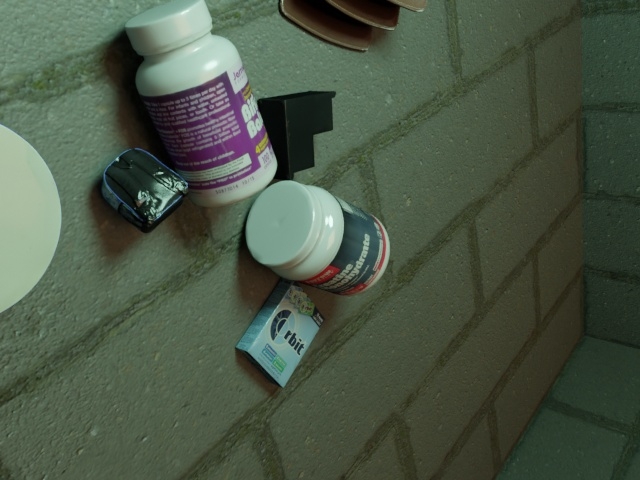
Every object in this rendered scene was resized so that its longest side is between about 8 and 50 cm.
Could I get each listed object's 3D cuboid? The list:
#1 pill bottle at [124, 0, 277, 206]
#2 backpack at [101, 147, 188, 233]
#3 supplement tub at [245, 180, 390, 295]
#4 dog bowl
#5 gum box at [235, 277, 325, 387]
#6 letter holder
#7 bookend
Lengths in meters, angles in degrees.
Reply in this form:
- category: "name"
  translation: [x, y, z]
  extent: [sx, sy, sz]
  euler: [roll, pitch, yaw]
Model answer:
- category: "pill bottle"
  translation: [-0.190, -0.219, 0.984]
  extent: [0.169, 0.169, 0.302]
  euler: [-45, 131, -34]
- category: "backpack"
  translation: [-0.282, -0.077, 0.966]
  extent: [0.114, 0.084, 0.105]
  euler: [42, 57, -2]
- category: "supplement tub"
  translation: [0.000, 0.000, 1.249]
  extent: [0.272, 0.191, 0.191]
  euler: [22, 82, -51]
- category: "dog bowl"
  translation: [-0.465, -0.029, 0.752]
  extent: [0.265, 0.104, 0.265]
  euler: [-17, 112, -47]
- category: "gum box"
  translation: [-0.081, 0.197, 1.321]
  extent: [0.184, 0.041, 0.157]
  euler: [-57, 136, -23]
- category: "letter holder"
  translation: [0.078, -0.515, 1.249]
  extent: [0.302, 0.152, 0.214]
  euler: [2, 100, -50]
- category: "bookend"
  translation: [-0.041, -0.216, 1.241]
  extent: [0.157, 0.072, 0.156]
  euler: [-25, 118, -46]
